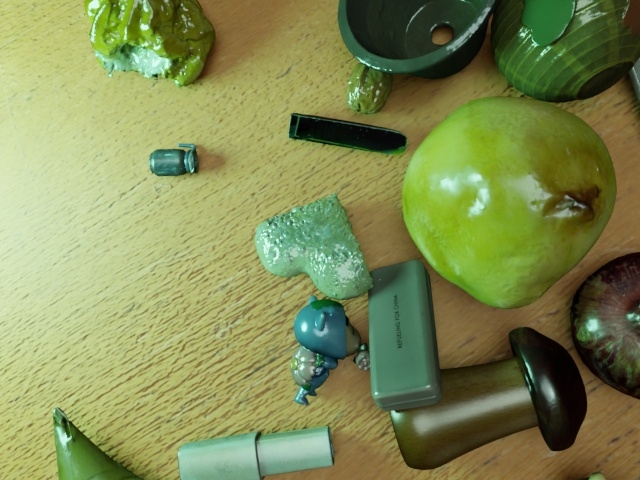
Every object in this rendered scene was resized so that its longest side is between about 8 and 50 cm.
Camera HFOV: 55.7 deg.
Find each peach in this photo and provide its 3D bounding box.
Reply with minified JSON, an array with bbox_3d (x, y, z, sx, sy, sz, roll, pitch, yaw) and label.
[{"bbox_3d":[0.282,-0.068,0.922,0.281,0.316,0.314,-25,75,-15],"label":"peach"}]

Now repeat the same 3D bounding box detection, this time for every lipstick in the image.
[{"bbox_3d":[-0.105,0.362,1.019,0.252,0.079,0.078,-10,83,2],"label":"lipstick"}]

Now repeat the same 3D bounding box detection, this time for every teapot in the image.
[{"bbox_3d":[-0.263,-0.144,1.097,0.083,0.064,0.049,-1,116,1],"label":"teapot"}]

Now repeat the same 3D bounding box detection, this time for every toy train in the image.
[{"bbox_3d":[0.050,-0.189,1.075,0.209,0.042,0.044,10,109,4],"label":"toy train"}]

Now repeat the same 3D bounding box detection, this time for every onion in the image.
[{"bbox_3d":[0.518,0.132,0.941,0.246,0.190,0.247,-4,79,21],"label":"onion"}]

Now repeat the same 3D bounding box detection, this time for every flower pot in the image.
[{"bbox_3d":[0.181,-0.376,1.002,0.268,0.166,0.269,-5,79,29],"label":"flower pot"}]

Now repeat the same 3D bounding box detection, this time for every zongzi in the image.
[{"bbox_3d":[-0.309,0.410,1.012,0.260,0.123,0.289,-7,80,-1],"label":"zongzi"}]

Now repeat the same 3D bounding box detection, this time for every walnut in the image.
[{"bbox_3d":[0.086,-0.270,1.064,0.078,0.082,0.096,16,88,33],"label":"walnut"}]

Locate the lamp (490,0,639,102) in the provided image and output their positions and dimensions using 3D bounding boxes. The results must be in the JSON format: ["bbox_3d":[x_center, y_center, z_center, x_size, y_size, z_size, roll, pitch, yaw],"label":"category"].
[{"bbox_3d":[0.386,-0.363,0.974,0.250,0.250,0.284,-25,69,1],"label":"lamp"}]

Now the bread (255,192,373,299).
[{"bbox_3d":[0.000,0.000,1.032,0.232,0.064,0.173,23,73,19],"label":"bread"}]

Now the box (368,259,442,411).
[{"bbox_3d":[0.130,0.144,0.961,0.103,0.055,0.244,-15,45,18],"label":"box"}]

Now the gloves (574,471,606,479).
[{"bbox_3d":[0.471,0.515,0.925,0.203,0.155,0.357,-19,99,9],"label":"gloves"}]

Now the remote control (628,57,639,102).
[{"bbox_3d":[0.576,-0.292,1.045,0.109,0.055,0.313,-19,87,-8],"label":"remote control"}]

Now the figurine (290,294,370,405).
[{"bbox_3d":[0.016,0.188,1.019,0.144,0.114,0.178,16,98,-2],"label":"figurine"}]

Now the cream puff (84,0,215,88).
[{"bbox_3d":[-0.298,-0.380,1.054,0.220,0.195,0.195,8,85,2],"label":"cream puff"}]

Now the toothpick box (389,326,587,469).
[{"bbox_3d":[0.260,0.253,0.953,0.294,0.192,0.192,-17,84,8],"label":"toothpick box"}]
